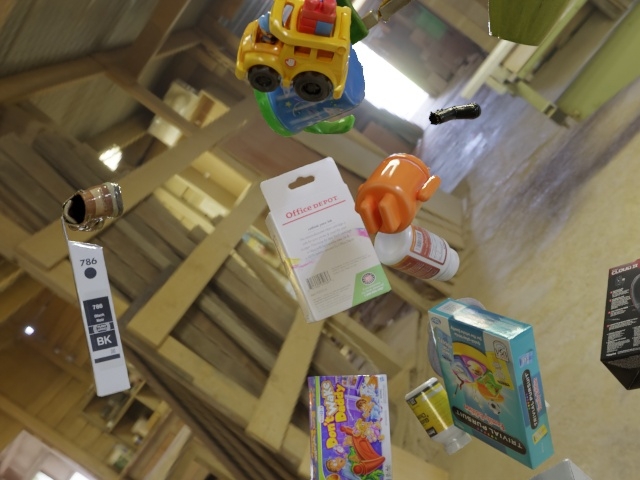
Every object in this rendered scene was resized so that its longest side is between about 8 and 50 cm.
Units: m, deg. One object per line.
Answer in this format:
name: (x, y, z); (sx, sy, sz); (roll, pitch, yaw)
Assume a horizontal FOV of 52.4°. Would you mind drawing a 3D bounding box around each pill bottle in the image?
pill bottle: (0.312, 0.461, 1.705); (0.103, 0.184, 0.103); (-31, -16, -10)
pill bottle: (0.249, 0.032, 1.647); (0.121, 0.216, 0.121); (-27, 53, 41)

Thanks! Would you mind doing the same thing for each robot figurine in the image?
robot figurine: (0.153, -0.100, 1.354); (0.158, 0.128, 0.219); (-51, 0, 44)

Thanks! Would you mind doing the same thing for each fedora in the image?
fedora: (0.436, 0.309, 2.151); (0.124, 0.244, 0.275); (-148, 62, -64)

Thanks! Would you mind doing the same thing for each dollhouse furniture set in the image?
dollhouse furniture set: (0.157, -0.704, 1.858); (0.302, 0.151, 0.197); (-28, 20, 26)

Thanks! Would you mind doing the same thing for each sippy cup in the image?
sippy cup: (-0.015, -0.396, 1.637); (0.224, 0.239, 0.305); (-7, 0, 27)

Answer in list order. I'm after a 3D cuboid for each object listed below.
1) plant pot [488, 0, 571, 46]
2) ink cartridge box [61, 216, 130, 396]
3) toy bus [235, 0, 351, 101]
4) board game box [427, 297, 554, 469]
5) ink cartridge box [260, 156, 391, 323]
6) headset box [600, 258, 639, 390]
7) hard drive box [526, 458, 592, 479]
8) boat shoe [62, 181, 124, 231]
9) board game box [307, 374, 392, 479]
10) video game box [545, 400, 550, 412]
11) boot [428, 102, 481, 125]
plant pot: (0.543, -0.661, 1.666); (0.274, 0.275, 0.293); (-61, -15, -64)
ink cartridge box: (-0.428, 0.124, 1.235); (0.065, 0.332, 0.165); (-12, -4, -22)
toy bus: (-0.045, -0.389, 1.232); (0.211, 0.221, 0.149); (105, 173, -62)
board game box: (0.389, 0.323, 1.500); (0.079, 0.335, 0.254); (-25, 21, -26)
ink cartridge box: (0.000, 0.000, 1.579); (0.207, 0.353, 0.119); (-21, -4, -12)
headset box: (0.704, 0.138, 1.318); (0.218, 0.110, 0.293); (-27, 26, 43)
hard drive box: (0.599, 0.687, 1.661); (0.232, 0.181, 0.089); (-42, 17, 23)
boat shoe: (-0.669, -0.092, 1.836); (0.120, 0.122, 0.324); (-15, -3, -39)
board game box: (0.088, 0.583, 1.957); (0.078, 0.234, 0.346); (144, 126, -66)
video game box: (0.503, 0.422, 1.690); (0.048, 0.187, 0.205); (-17, -46, -16)
boot: (0.359, -0.340, 1.758); (0.099, 0.045, 0.121); (-20, 19, -26)
